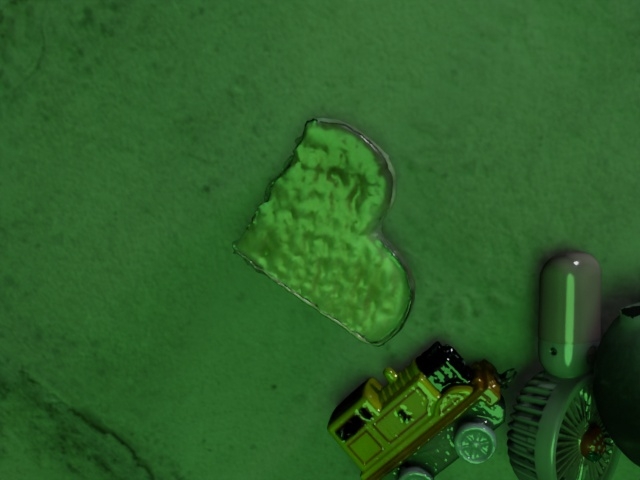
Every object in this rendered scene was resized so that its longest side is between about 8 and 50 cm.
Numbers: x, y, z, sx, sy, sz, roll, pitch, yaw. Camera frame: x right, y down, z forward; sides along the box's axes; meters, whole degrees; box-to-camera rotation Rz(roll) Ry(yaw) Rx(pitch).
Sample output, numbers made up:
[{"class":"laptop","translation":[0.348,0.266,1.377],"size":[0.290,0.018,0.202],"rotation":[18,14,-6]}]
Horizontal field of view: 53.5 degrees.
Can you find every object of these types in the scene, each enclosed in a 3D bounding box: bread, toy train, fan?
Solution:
[{"class":"bread","translation":[0.000,0.000,0.622],"size":[0.172,0.064,0.232],"rotation":[-13,102,9]},{"class":"toy train","translation":[0.099,0.184,0.651],"size":[0.219,0.089,0.127],"rotation":[-44,87,15]},{"class":"fan","translation":[0.242,0.133,0.616],"size":[0.130,0.074,0.244],"rotation":[-4,96,-37]}]

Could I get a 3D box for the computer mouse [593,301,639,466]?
[{"class":"computer mouse","translation":[0.427,0.133,0.581],"size":[0.374,0.114,0.203],"rotation":[4,76,0]}]
